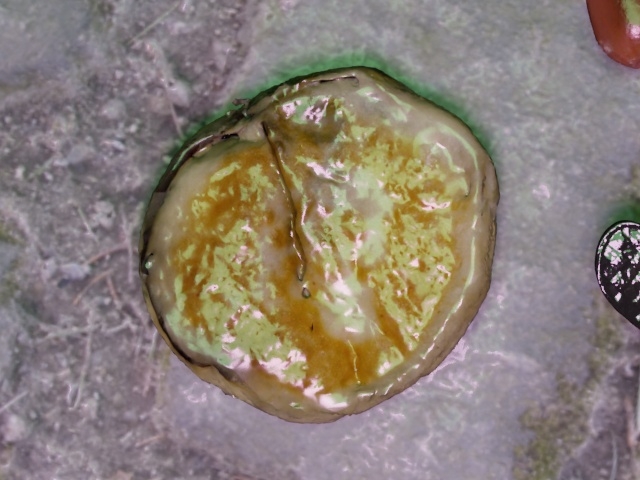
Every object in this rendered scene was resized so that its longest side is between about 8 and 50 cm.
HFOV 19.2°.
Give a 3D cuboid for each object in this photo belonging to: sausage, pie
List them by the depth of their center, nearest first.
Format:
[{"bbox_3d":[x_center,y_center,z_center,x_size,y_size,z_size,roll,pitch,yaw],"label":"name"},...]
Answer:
[{"bbox_3d":[0.267,-0.248,1.711,0.077,0.077,0.194,-17,79,6],"label":"sausage"},{"bbox_3d":[0.000,0.000,1.719,0.339,0.077,0.339,-1,81,5],"label":"pie"}]

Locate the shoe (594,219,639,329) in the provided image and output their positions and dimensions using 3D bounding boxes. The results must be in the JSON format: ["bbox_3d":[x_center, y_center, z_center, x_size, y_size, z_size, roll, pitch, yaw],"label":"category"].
[{"bbox_3d":[0.306,0.056,1.681,0.071,0.049,0.179,-43,98,7],"label":"shoe"}]
